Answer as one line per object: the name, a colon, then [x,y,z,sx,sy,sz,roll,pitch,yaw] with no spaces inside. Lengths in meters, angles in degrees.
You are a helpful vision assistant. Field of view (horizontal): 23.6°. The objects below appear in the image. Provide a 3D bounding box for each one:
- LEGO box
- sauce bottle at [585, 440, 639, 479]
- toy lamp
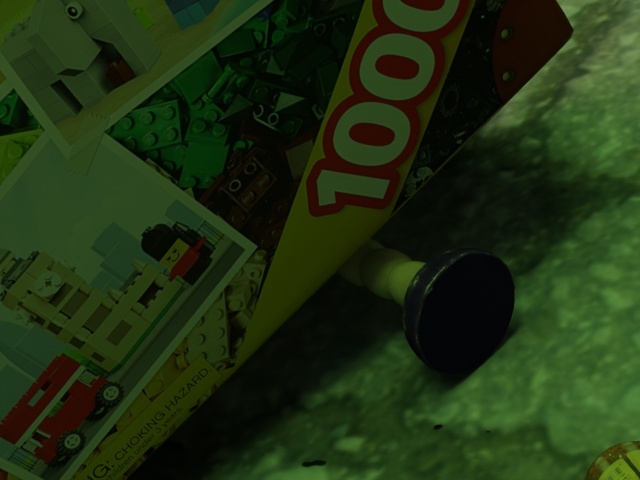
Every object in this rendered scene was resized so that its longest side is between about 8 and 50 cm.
LEGO box: [-0.171,-0.084,0.775,0.500,0.372,0.193,-45,39,-4]
sauce bottle: [0.157,0.135,0.649,0.042,0.042,0.128,-28,33,-3]
toy lamp: [0.000,0.000,0.915,0.080,0.080,0.275,-39,38,-19]
